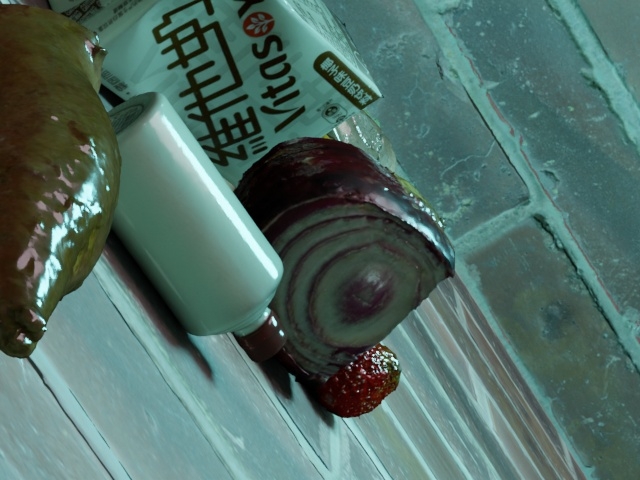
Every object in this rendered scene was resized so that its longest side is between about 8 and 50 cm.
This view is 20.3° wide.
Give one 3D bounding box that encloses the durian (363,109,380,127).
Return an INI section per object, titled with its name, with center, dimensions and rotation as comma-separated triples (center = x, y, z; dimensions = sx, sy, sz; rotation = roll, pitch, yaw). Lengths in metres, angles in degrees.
[durian]
center = -0.010, -0.183, 2.577
dimensions = 0.252, 0.139, 0.144
rotation = 48, 9, -50

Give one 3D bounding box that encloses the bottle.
[bottle]
center = -0.107, 0.000, 1.498
dimensions = 0.245, 0.104, 0.104
rotation = 55, 9, -21

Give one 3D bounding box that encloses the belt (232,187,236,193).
[belt]
center = -0.067, -0.042, 2.047
dimensions = 0.071, 0.053, 0.232
rotation = 59, 8, -3

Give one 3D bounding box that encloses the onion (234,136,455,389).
[onion]
center = -0.004, -0.004, 1.768
dimensions = 0.207, 0.216, 0.206
rotation = 47, 9, -23

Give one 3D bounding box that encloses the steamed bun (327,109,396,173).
[steamed bun]
center = 0.010, -0.111, 2.429
dimensions = 0.175, 0.145, 0.106
rotation = 35, 42, -42

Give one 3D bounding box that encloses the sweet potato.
[sweet potato]
center = -0.181, -0.025, 1.092
dimensions = 0.131, 0.131, 0.336
rotation = 53, 11, -37

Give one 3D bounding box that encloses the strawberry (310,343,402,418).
[strawberry]
center = 0.033, 0.135, 1.866
dimensions = 0.106, 0.106, 0.106
rotation = 57, 9, -14

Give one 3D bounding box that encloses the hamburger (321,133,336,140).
[hamburger]
center = 0.004, -0.049, 2.260
dimensions = 0.182, 0.118, 0.191
rotation = 55, 12, -46

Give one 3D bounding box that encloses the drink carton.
[drink carton]
center = -0.102, -0.201, 1.818
dimensions = 0.324, 0.194, 0.132
rotation = 38, 20, -52
